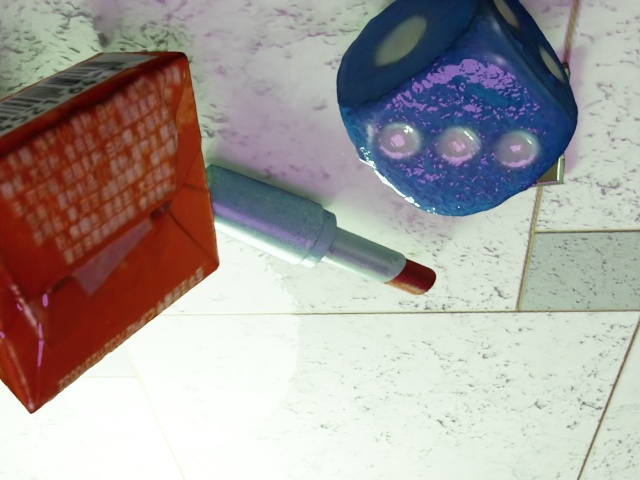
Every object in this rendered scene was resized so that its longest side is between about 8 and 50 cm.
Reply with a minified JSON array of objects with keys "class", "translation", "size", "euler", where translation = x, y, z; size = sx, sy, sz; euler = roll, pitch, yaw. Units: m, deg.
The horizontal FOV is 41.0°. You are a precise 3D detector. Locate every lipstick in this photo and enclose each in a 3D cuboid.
[{"class":"lipstick","translation":[0.000,0.000,0.888],"size":[0.274,0.061,0.068],"euler":[22,128,-22]}]

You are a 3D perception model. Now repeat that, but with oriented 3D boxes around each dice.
[{"class":"dice","translation":[0.107,-0.116,0.671],"size":[0.146,0.143,0.146],"euler":[-34,120,30]}]

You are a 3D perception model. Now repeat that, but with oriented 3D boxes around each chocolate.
[{"class":"chocolate","translation":[-0.207,-0.019,0.719],"size":[0.108,0.237,0.235],"euler":[21,135,30]}]

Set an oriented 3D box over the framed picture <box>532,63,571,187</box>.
[{"class":"framed picture","translation":[0.174,-0.099,0.799],"size":[0.109,0.011,0.149],"euler":[-4,140,9]}]
